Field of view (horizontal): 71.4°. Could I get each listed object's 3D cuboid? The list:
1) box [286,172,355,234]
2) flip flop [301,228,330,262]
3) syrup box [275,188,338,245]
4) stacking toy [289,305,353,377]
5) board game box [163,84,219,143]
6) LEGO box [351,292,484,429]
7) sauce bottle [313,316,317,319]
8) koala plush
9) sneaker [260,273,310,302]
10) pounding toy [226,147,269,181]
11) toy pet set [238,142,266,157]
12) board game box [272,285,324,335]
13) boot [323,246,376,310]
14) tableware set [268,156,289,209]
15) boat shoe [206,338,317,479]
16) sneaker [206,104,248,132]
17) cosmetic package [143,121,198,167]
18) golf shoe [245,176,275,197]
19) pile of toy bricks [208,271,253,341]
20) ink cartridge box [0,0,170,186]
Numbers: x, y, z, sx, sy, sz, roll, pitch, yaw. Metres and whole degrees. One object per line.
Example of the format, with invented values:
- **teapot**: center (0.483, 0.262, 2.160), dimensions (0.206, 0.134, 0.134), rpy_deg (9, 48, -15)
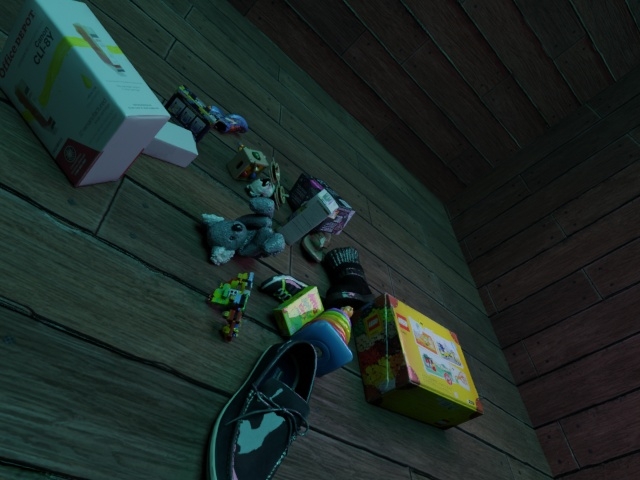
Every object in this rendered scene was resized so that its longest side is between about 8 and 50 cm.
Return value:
- **box**: center (-0.001, -0.155, 1.932), dimensions (0.163, 0.142, 0.247), rpy_deg (11, 30, -53)
- **flip flop**: center (0.000, 0.000, 1.875), dimensions (0.112, 0.080, 0.277), rpy_deg (49, 27, -7)
- **syrup box**: center (-0.053, -0.089, 1.728), dimensions (0.096, 0.237, 0.093), rpy_deg (50, 28, -5)
- **stacking toy**: center (0.044, 0.289, 1.471), dimensions (0.165, 0.175, 0.302), rpy_deg (53, 30, -2)
- **board game box**: center (-0.477, -0.451, 1.617), dimensions (0.170, 0.141, 0.048), rpy_deg (44, 30, -16)
- **LEGO box**: center (0.378, 0.483, 1.750), dimensions (0.500, 0.193, 0.372), rpy_deg (32, 33, -34)
- **sauce bottle**: center (0.009, 0.320, 1.544), dimensions (0.128, 0.042, 0.042), rpy_deg (51, 27, -2)
- **koala plush**: center (-0.264, -0.014, 1.422), dimensions (0.222, 0.203, 0.196), rpy_deg (-9, 75, -37)
- **sneaker**: center (-0.097, 0.181, 1.502), dimensions (0.235, 0.084, 0.097), rpy_deg (19, 44, -46)
- **pounding toy**: center (-0.275, -0.293, 1.738), dimensions (0.130, 0.141, 0.100), rpy_deg (-2, 59, -58)
- **toy pet set**: center (-0.283, -0.371, 1.904), dimensions (0.122, 0.065, 0.114), rpy_deg (31, 33, -34)
- **board game box**: center (-0.069, 0.227, 1.453), dimensions (0.181, 0.043, 0.092), rpy_deg (-29, 106, -48)
- **boot**: center (0.086, 0.145, 1.770), dimensions (0.348, 0.131, 0.259), rpy_deg (20, 47, -63)
- **tableware set**: center (-0.168, -0.235, 1.835), dimensions (0.128, 0.039, 0.194), rpy_deg (-85, 167, -54)
- **boat shoe**: center (-0.124, 0.421, 1.095), dimensions (0.186, 0.156, 0.500), rpy_deg (48, 28, -12)
- **sneaker**: center (-0.397, -0.487, 1.874), dimensions (0.221, 0.083, 0.087), rpy_deg (7, 64, -47)
- **cosmetic package**: center (-0.529, -0.335, 1.461), dimensions (0.231, 0.086, 0.117), rpy_deg (18, 42, -50)
- **golf shoe**: center (-0.220, -0.219, 1.796), dimensions (0.069, 0.086, 0.176), rpy_deg (53, 25, 6)
- **pile of toy bricks**: center (-0.263, 0.167, 1.263), dimensions (0.105, 0.118, 0.212), rpy_deg (13, 46, -4)
- **ink cartridge box**: center (-0.625, -0.378, 1.153), dimensions (0.384, 0.279, 0.160), rpy_deg (52, 28, 2)
